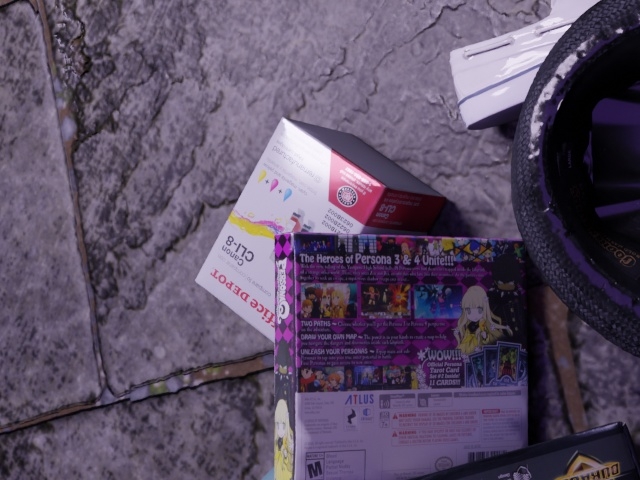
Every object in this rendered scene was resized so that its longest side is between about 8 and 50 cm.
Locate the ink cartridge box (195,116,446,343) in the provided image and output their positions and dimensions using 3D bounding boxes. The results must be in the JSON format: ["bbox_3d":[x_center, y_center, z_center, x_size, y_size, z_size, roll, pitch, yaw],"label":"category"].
[{"bbox_3d":[0.000,0.000,1.207,0.128,0.127,0.176,35,105,26],"label":"ink cartridge box"}]

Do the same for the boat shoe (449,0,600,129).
[{"bbox_3d":[0.220,-0.175,1.111,0.258,0.095,0.084,-22,81,26],"label":"boat shoe"}]

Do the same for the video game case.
[{"bbox_3d":[0.070,0.100,1.112,0.042,0.232,0.210,-5,84,62],"label":"video game case"}]

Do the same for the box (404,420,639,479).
[{"bbox_3d":[0.166,0.255,1.063,0.051,0.220,0.175,132,124,-68],"label":"box"}]

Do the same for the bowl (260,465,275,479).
[{"bbox_3d":[0.019,0.318,1.160,0.311,0.163,0.311,-2,87,29],"label":"bowl"}]

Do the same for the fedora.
[{"bbox_3d":[0.319,-0.049,1.009,0.334,0.152,0.334,1,91,23],"label":"fedora"}]
